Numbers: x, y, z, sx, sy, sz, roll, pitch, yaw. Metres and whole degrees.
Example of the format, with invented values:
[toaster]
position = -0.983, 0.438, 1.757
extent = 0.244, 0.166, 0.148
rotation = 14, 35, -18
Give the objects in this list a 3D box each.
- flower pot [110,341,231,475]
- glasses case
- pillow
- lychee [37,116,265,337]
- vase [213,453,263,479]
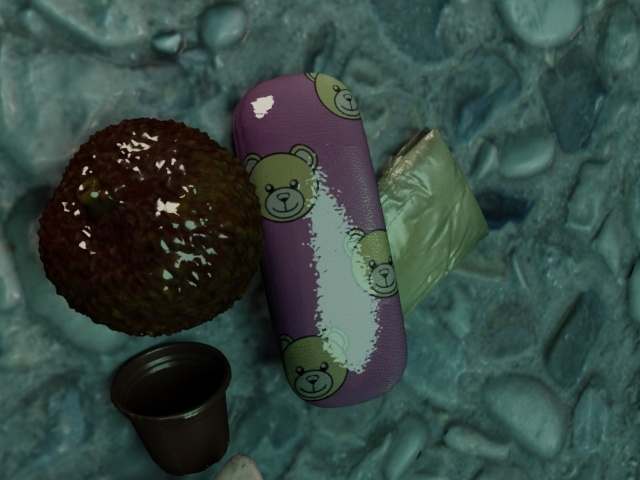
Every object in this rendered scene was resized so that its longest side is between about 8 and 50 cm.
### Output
[flower pot]
position = -0.127, 0.158, 0.976
extent = 0.111, 0.111, 0.089
rotation = -27, 126, -29
[glasses case]
position = 0.000, 0.000, 1.018
extent = 0.123, 0.076, 0.316
rotation = -11, 90, -14
[pillow]
position = 0.074, 0.007, 1.116
extent = 0.230, 0.050, 0.148
rotation = -43, 109, -18
[lychee]
position = -0.136, -0.009, 0.897
extent = 0.195, 0.194, 0.194
rotation = -5, 100, -34
[vase]
position = -0.208, 0.334, 0.838
extent = 0.446, 0.250, 0.249
rotation = -21, 108, -28
